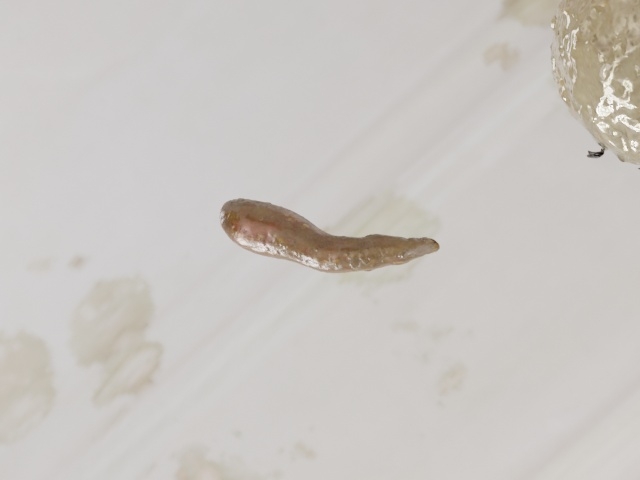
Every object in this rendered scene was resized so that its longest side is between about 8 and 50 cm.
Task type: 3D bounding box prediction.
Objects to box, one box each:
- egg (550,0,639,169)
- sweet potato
[{"bbox_3d":[0.358,-0.199,1.550,0.279,0.279,0.310,-48,-163,-4],"label":"egg"},{"bbox_3d":[0.000,0.000,1.372,0.214,0.050,0.050,13,-115,26],"label":"sweet potato"}]
